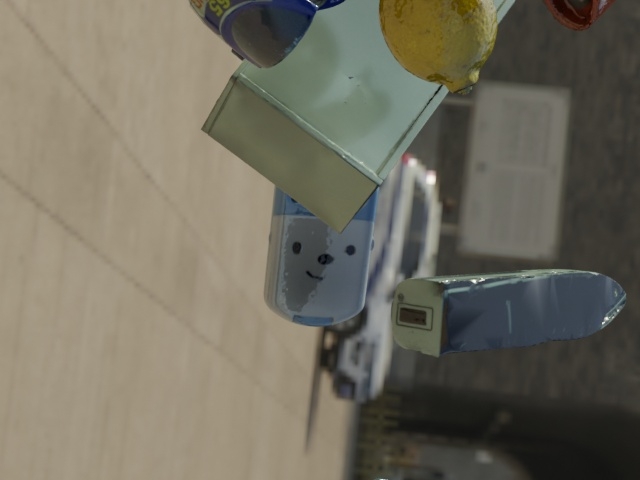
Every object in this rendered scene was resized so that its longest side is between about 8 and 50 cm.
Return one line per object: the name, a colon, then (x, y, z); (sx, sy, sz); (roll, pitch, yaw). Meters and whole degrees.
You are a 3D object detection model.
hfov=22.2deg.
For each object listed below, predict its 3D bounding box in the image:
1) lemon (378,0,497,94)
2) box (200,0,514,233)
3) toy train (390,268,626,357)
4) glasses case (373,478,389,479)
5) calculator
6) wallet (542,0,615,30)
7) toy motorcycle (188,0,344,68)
lemon: (0.063, -0.117, 0.870); (0.062, 0.062, 0.083); (-46, 113, -83)
box: (0.032, -0.134, 1.213); (0.225, 0.129, 0.086); (-53, 180, -32)
toy train: (0.145, 0.049, 1.190); (0.252, 0.048, 0.055); (-1, 92, -50)
glasses case: (0.046, 0.377, 1.480); (0.117, 0.070, 0.301); (-26, -122, 43)
calculator: (0.000, 0.000, 1.855); (0.039, 0.121, 0.210); (-105, -159, -67)
wallet: (0.174, -0.213, 0.795); (0.204, 0.045, 0.142); (-44, 143, -27)
toy motorcycle: (-0.012, -0.189, 1.014); (0.113, 0.315, 0.169); (-39, -107, 40)
